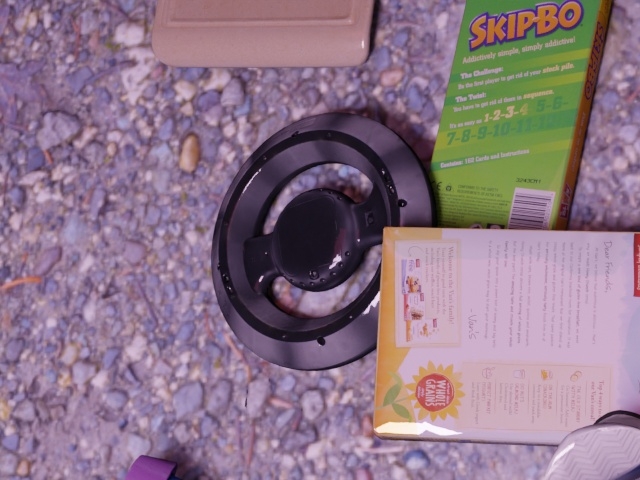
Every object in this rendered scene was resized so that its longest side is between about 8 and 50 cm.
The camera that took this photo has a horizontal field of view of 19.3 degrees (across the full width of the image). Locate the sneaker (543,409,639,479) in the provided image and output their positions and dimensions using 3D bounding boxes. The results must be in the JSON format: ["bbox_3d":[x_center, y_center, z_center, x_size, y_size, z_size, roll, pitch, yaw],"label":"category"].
[{"bbox_3d":[0.278,0.251,1.393,0.127,0.182,0.315,-25,95,18],"label":"sneaker"}]

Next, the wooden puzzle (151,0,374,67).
[{"bbox_3d":[-0.040,-0.276,1.744,0.221,0.044,0.238,2,80,25],"label":"wooden puzzle"}]

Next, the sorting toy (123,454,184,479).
[{"bbox_3d":[-0.166,0.368,1.583,0.126,0.127,0.365,23,86,4],"label":"sorting toy"}]

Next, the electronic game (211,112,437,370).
[{"bbox_3d":[0.000,0.000,1.630,0.229,0.048,0.229,-9,73,32],"label":"electronic game"}]

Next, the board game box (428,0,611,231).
[{"bbox_3d":[0.167,-0.115,1.600,0.124,0.039,0.259,7,81,28],"label":"board game box"}]

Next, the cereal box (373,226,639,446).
[{"bbox_3d":[0.166,0.078,1.503,0.240,0.047,0.173,2,78,9],"label":"cereal box"}]
